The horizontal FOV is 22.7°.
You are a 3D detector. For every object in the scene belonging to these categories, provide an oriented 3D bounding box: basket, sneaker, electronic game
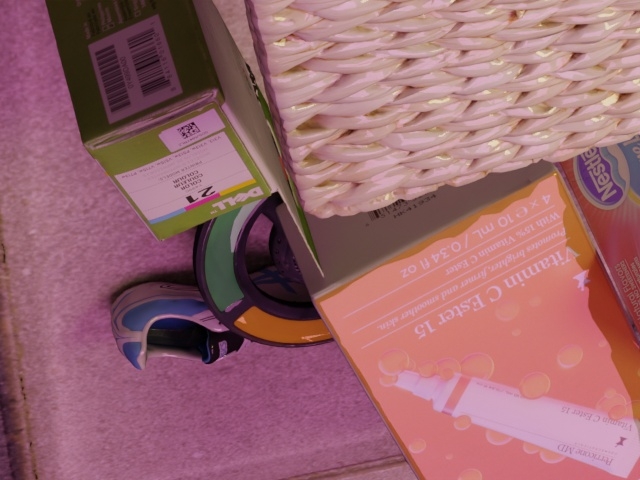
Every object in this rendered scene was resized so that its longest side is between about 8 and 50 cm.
[{"bbox_3d":[0.095,-0.228,0.907,0.328,0.331,0.266,-14,146,-1],"label":"basket"},{"bbox_3d":[-0.074,0.073,1.477,0.237,0.086,0.085,-9,143,-16],"label":"sneaker"},{"bbox_3d":[0.000,0.000,1.394,0.229,0.048,0.229,-11,128,-15],"label":"electronic game"}]

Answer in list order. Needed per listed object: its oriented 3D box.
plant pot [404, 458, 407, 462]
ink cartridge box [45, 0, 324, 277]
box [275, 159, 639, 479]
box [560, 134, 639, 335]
[{"bbox_3d":[0.140,0.135,1.586,0.191,0.174,0.191,-10,145,-7],"label":"plant pot"},{"bbox_3d":[-0.095,-0.086,1.152,0.097,0.188,0.255,-23,146,5],"label":"ink cartridge box"},{"bbox_3d":[0.142,0.087,1.344,0.215,0.168,0.345,-29,120,3],"label":"box"},{"bbox_3d":[0.292,-0.050,1.282,0.142,0.300,0.154,-34,143,21],"label":"box"}]
